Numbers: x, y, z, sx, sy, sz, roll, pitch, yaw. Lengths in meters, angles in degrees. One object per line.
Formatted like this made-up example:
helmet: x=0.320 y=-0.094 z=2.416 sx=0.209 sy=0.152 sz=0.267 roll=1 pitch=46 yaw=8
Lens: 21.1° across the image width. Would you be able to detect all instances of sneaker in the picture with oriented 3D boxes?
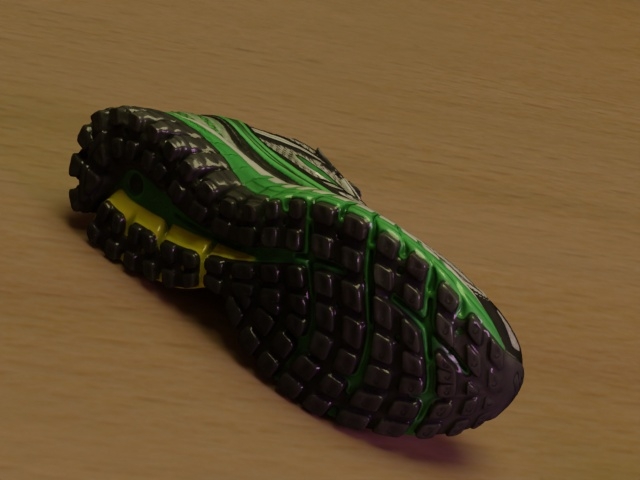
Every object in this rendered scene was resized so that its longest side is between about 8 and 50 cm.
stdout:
sneaker: x=0.000 y=0.000 z=1.109 sx=0.343 sy=0.134 sz=0.146 roll=36 pitch=31 yaw=30
